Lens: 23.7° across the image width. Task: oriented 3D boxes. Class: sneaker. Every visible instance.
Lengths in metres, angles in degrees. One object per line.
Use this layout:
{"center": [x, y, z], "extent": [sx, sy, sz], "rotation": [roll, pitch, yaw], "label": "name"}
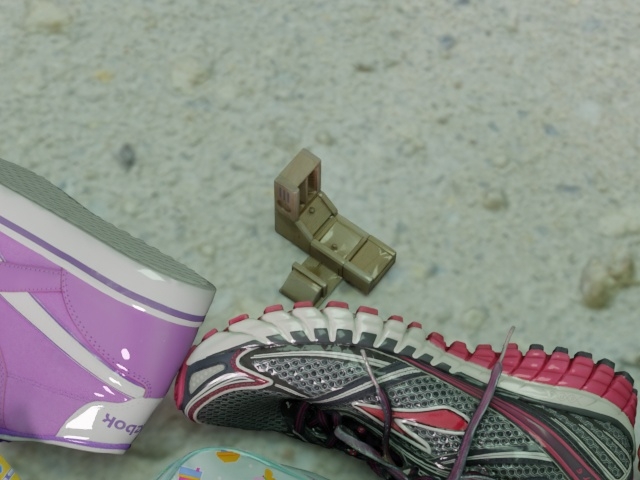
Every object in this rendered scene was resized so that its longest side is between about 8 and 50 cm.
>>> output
{"center": [-0.210, 0.040, 0.991], "extent": [0.282, 0.102, 0.161], "rotation": [31, 100, 34], "label": "sneaker"}
{"center": [0.055, 0.116, 0.962], "extent": [0.299, 0.121, 0.112], "rotation": [9, 62, -1], "label": "sneaker"}

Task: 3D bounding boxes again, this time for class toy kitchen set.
{"center": [0.000, 0.000, 1.041], "extent": [0.083, 0.075, 0.068], "rotation": [34, 66, 16], "label": "toy kitchen set"}

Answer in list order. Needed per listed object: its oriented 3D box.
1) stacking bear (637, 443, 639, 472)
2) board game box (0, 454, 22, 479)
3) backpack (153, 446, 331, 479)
{"center": [0.337, 0.042, 1.012], "extent": [0.164, 0.175, 0.289], "rotation": [34, 51, -18], "label": "stacking bear"}
{"center": [-0.190, 0.212, 0.905], "extent": [0.103, 0.026, 0.154], "rotation": [-42, 102, -21], "label": "board game box"}
{"center": [-0.025, 0.196, 0.919], "extent": [0.182, 0.115, 0.152], "rotation": [24, 66, 10], "label": "backpack"}
